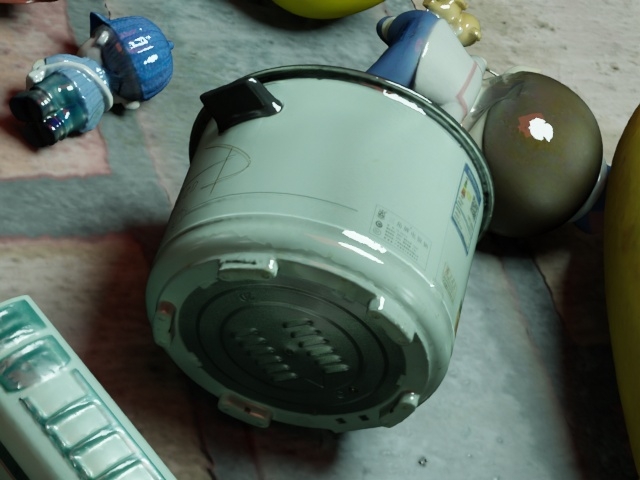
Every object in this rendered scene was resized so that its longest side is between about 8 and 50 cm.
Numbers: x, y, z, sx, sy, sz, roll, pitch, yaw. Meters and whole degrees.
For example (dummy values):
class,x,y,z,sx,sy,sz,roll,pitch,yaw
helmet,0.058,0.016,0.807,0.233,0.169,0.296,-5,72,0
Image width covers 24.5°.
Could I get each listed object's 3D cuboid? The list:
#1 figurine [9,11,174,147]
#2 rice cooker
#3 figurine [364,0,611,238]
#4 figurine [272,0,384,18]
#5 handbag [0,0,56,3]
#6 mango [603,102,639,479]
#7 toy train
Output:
class,x,y,z,sx,sy,sz,roll,pitch,yaw
figurine,-0.191,-0.139,1.234,0.149,0.087,0.086,-43,115,-41
rice cooker,0.000,0.000,1.095,0.280,0.241,0.227,47,42,-33
figurine,0.148,-0.089,1.297,0.275,0.158,0.161,34,58,-4
figurine,0.030,-0.363,1.424,0.187,0.215,0.343,24,45,-9
handbag,-0.357,-0.293,1.248,0.298,0.151,0.171,16,51,-21
mango,0.340,0.052,1.181,0.232,0.300,0.445,4,64,14
toy train,-0.107,0.212,0.970,0.086,0.088,0.407,-28,68,-39
